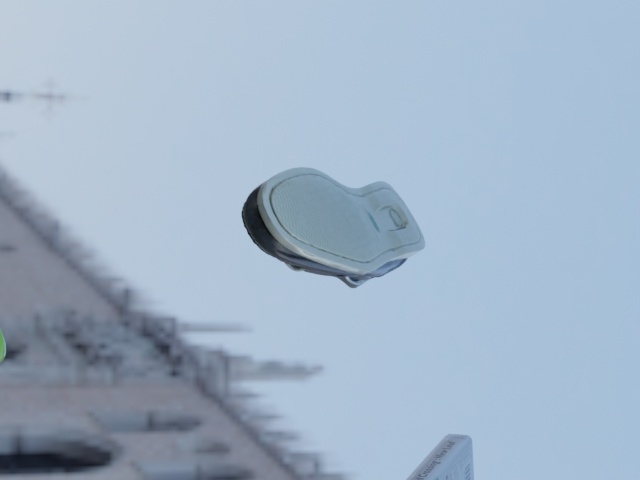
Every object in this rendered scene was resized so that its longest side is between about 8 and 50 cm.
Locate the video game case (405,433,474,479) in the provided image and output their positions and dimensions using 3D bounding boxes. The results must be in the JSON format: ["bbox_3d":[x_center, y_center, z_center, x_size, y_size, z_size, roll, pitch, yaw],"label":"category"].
[{"bbox_3d":[0.070,0.263,1.307,0.193,0.023,0.212,-34,124,-65],"label":"video game case"}]

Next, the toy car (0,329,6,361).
[{"bbox_3d":[-0.258,-0.002,0.868,0.188,0.155,0.149,49,-24,37],"label":"toy car"}]

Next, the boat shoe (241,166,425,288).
[{"bbox_3d":[0.000,0.000,1.384,0.079,0.233,0.084,-29,-103,20],"label":"boat shoe"}]
